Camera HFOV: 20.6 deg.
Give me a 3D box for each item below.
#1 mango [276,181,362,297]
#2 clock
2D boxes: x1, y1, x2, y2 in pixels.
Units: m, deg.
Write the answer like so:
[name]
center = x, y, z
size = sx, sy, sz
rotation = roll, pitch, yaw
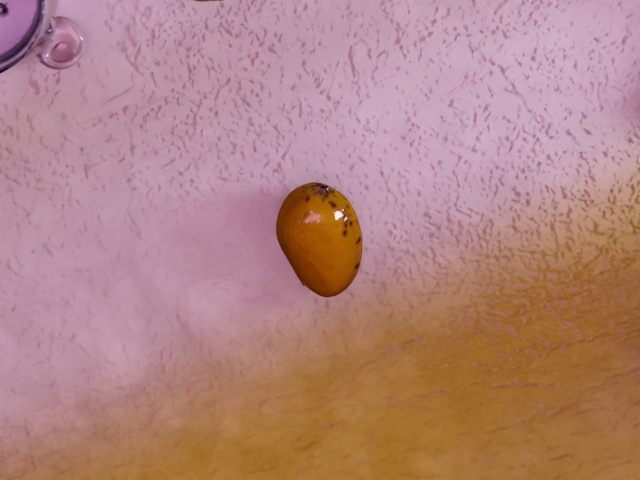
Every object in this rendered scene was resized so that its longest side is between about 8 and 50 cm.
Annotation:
[mango]
center = 0.000, 0.000, 1.652
size = 0.079, 0.057, 0.114
rotation = -13, 110, -2
[clock]
center = -0.319, -0.227, 1.608
size = 0.229, 0.063, 0.155
rotation = 31, 107, -6
